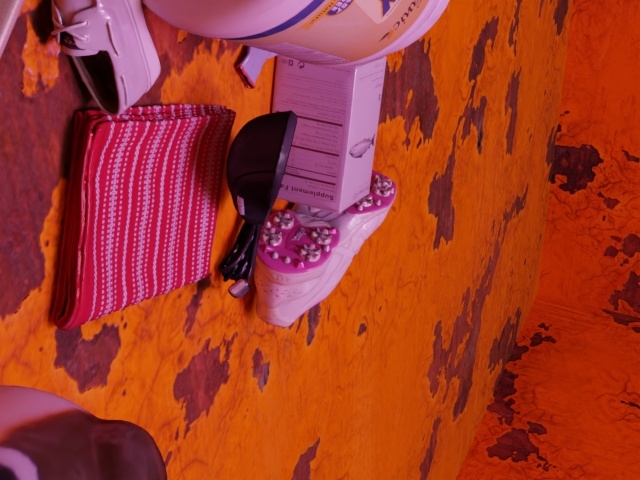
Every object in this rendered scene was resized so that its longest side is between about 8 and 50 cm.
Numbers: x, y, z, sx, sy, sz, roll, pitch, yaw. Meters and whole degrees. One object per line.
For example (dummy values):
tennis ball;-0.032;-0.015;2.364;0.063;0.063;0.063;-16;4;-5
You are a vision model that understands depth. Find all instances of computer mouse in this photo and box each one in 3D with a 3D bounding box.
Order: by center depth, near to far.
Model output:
computer mouse;-0.082;-0.035;1.138;0.262;0.060;0.184;129;-24;-79

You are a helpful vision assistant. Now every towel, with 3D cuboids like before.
towel;-0.162;-0.032;1.028;0.275;0.031;0.199;-21;123;-66

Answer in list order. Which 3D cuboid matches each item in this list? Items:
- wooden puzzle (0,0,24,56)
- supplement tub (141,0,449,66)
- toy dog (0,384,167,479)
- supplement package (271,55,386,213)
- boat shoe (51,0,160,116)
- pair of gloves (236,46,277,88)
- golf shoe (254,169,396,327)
wooden puzzle;-0.261;-0.192;0.584;0.348;0.080;0.322;48;58;-66
supplement tub;-0.015;-0.276;0.943;0.316;0.228;0.228;-6;109;-64
toy dog;-0.213;0.302;0.757;0.395;0.284;0.408;-43;140;-57
supplement package;0.006;-0.139;1.293;0.105;0.105;0.179;-37;137;-61
boat shoe;-0.183;-0.171;0.843;0.063;0.066;0.184;-61;162;-26
pair of gloves;-0.063;-0.261;1.152;0.198;0.023;0.159;63;45;-60
golf shoe;0.000;0.000;1.395;0.306;0.115;0.140;-39;150;-49
